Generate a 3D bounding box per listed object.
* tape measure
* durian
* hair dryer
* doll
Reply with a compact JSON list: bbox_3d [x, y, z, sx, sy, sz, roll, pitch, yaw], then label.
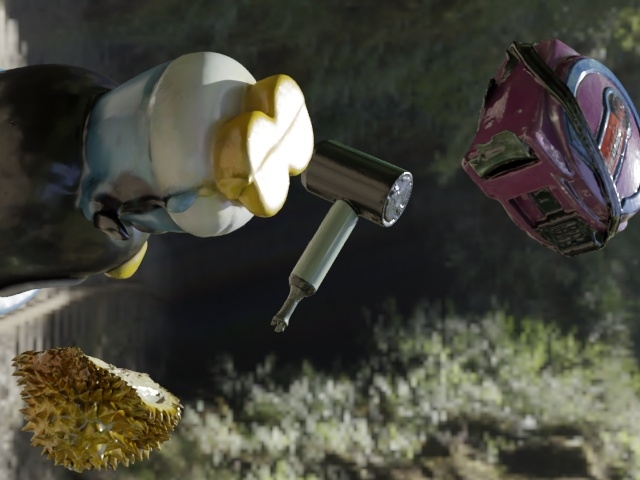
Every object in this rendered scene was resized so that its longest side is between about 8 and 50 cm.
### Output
[{"bbox_3d":[0.279,-0.114,1.615,0.245,0.149,0.231,47,42,-25],"label":"tape measure"},{"bbox_3d":[-0.268,0.200,1.575,0.250,0.183,0.138,24,63,-69],"label":"durian"},{"bbox_3d":[0.000,0.000,1.285,0.197,0.100,0.057,-59,155,-17],"label":"hair dryer"},{"bbox_3d":[-0.160,-0.033,0.790,0.177,0.314,0.141,-60,137,-51],"label":"doll"}]
